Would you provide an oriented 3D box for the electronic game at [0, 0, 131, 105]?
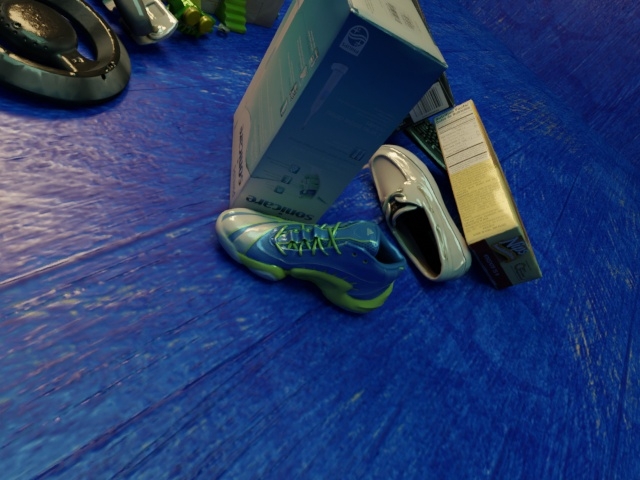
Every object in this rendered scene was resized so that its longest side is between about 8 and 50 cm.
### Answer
[{"bbox_3d":[-0.356,-0.261,0.560,0.229,0.048,0.229,27,42,-28],"label":"electronic game"}]

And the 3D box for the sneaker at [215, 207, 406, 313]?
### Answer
[{"bbox_3d":[0.000,0.000,0.545,0.240,0.126,0.091,25,42,-20],"label":"sneaker"}]

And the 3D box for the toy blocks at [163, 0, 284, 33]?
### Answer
[{"bbox_3d":[-0.167,-0.561,0.818,0.382,0.261,0.190,-10,61,-44],"label":"toy blocks"}]

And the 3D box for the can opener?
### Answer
[{"bbox_3d":[-0.324,-0.414,0.689,0.074,0.093,0.280,-37,78,-16],"label":"can opener"}]

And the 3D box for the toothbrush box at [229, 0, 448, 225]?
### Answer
[{"bbox_3d":[-0.006,-0.186,0.579,0.126,0.295,0.216,18,44,-28],"label":"toothbrush box"}]

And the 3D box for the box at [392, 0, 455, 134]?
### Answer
[{"bbox_3d":[0.168,-0.369,0.947,0.143,0.165,0.270,53,28,-36],"label":"box"}]

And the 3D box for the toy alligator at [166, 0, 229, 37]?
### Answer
[{"bbox_3d":[-0.220,-0.379,0.775,0.056,0.051,0.190,47,16,6],"label":"toy alligator"}]

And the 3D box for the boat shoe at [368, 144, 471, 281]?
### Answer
[{"bbox_3d":[0.145,-0.049,0.739,0.088,0.096,0.267,-6,67,-47],"label":"boat shoe"}]

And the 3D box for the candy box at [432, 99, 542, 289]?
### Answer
[{"bbox_3d":[0.307,-0.089,0.836,0.183,0.088,0.316,43,34,-43],"label":"candy box"}]

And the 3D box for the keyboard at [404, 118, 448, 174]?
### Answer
[{"bbox_3d":[0.348,-0.185,1.067,0.317,0.033,0.201,48,40,7],"label":"keyboard"}]
